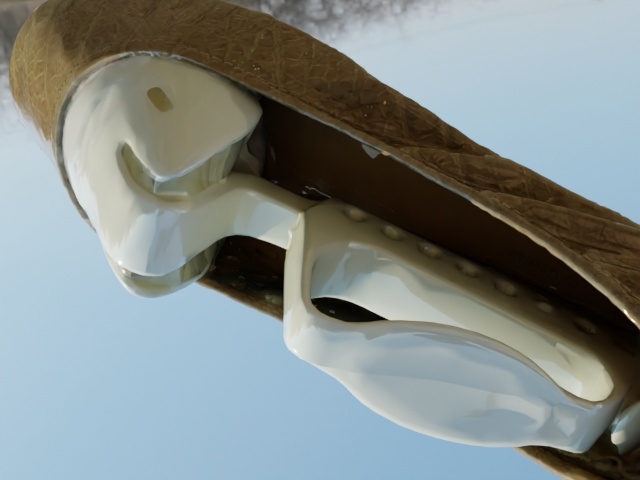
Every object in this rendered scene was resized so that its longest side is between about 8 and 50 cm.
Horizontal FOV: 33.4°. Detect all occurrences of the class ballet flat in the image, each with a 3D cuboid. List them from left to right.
[{"bbox_3d":[0.000,0.000,0.400,0.342,0.116,0.124,29,-150,10],"label":"ballet flat"}]
